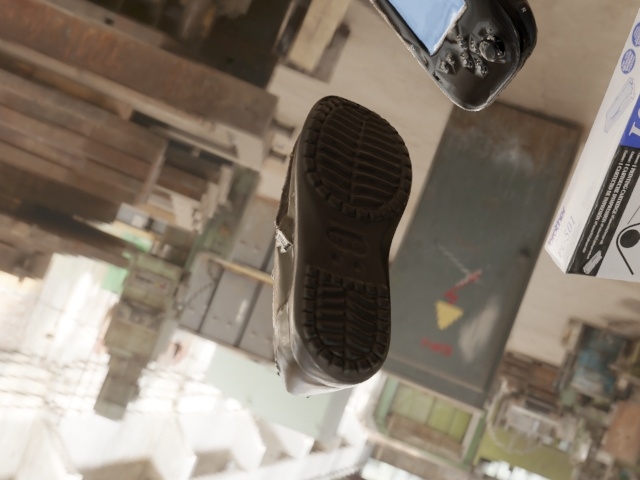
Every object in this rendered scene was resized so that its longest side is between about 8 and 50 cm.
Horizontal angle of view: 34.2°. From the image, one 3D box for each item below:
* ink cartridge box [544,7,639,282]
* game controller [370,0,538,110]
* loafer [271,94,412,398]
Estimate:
[{"bbox_3d":[0.256,-0.066,0.800,0.097,0.207,0.046,7,-152,-18],"label":"ink cartridge box"},{"bbox_3d":[0.072,-0.264,0.945,0.319,0.067,0.166,53,153,7],"label":"game controller"},{"bbox_3d":[0.000,0.000,0.640,0.080,0.220,0.078,26,138,-17],"label":"loafer"}]
